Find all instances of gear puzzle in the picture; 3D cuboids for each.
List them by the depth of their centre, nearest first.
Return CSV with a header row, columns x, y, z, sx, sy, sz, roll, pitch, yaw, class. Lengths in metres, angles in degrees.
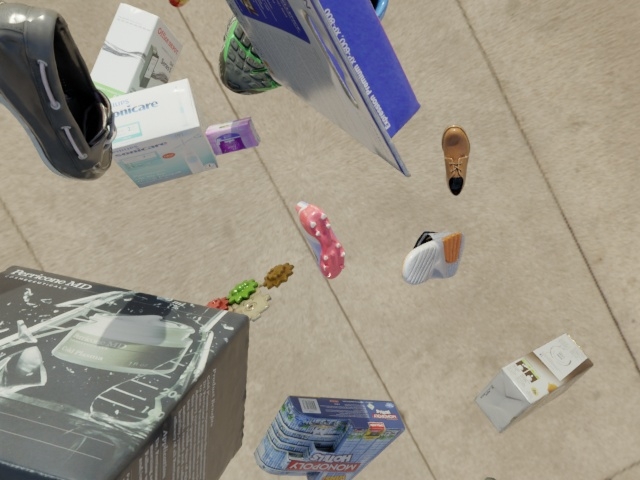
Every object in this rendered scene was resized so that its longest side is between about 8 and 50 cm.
x,y,z,sx,sy,sz,roll,pitch,yaw,class
-0.204,0.152,1.601,0.339,0.175,0.044,-34,117,-5,gear puzzle

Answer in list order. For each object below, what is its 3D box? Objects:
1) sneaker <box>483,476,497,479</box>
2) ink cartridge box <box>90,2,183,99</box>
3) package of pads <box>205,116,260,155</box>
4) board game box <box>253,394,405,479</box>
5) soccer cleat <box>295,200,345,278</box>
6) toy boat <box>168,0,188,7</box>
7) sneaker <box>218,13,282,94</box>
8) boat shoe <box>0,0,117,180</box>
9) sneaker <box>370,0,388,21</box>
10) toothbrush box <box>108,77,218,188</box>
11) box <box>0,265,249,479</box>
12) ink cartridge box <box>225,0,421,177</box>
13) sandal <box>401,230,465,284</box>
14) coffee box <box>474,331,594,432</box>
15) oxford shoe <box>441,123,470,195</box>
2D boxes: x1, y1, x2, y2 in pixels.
x,y,z,sx,sy,sz,roll,pitch,yaw,class
0.350,0.547,1.280,0.106,0.267,0.101,12,52,27,sneaker
-0.484,-0.439,1.766,0.114,0.198,0.273,22,87,8,ink cartridge box
-0.148,-0.177,1.161,0.083,0.032,0.050,-11,126,16,package of pads
0.004,0.335,1.083,0.194,0.060,0.194,10,124,-27,board game box
0.000,0.000,1.797,0.083,0.095,0.248,-35,134,-14,soccer cleat
-0.219,-0.647,1.634,0.318,0.148,0.268,-34,98,-30,toy boat
-0.102,-0.332,1.157,0.146,0.344,0.134,-30,115,30,sneaker
-0.298,-0.159,0.816,0.095,0.335,0.112,-4,71,3,boat shoe
0.066,-0.379,1.003,0.091,0.126,0.240,7,67,-16,sneaker
-0.379,-0.247,1.627,0.216,0.295,0.126,-15,78,-4,toothbrush box
-0.415,0.286,1.037,0.479,0.472,0.298,10,109,12,box
-0.016,-0.189,0.572,0.069,0.371,0.176,-33,119,0,ink cartridge box
0.214,0.026,1.375,0.076,0.265,0.102,21,105,32,sandal
0.490,0.323,1.558,0.246,0.141,0.098,-18,58,-34,coffee box
0.368,-0.213,1.832,0.076,0.076,0.212,-4,130,12,oxford shoe
